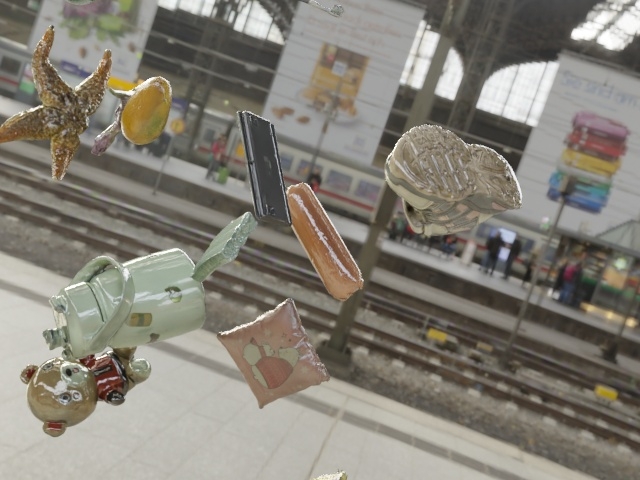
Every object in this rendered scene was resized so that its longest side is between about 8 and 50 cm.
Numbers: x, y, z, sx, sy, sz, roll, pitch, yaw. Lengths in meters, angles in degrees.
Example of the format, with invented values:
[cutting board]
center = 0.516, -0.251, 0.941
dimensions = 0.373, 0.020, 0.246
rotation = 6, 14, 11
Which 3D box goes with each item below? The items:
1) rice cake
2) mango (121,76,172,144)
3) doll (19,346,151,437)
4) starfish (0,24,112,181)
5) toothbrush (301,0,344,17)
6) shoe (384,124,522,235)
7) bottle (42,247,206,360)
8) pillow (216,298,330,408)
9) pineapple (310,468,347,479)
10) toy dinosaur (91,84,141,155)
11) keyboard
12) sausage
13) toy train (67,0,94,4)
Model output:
[rice cake]
center = -0.212, 0.016, 1.695
dimensions = 0.043, 0.127, 0.237
rotation = 39, -30, -12
[mango]
center = -0.260, -0.196, 1.179
dimensions = 0.057, 0.114, 0.079
rotation = 9, 39, -41
[doll]
center = -0.639, 0.386, 2.142
dimensions = 0.329, 0.174, 0.235
rotation = -18, 63, -32
[starfish]
center = -0.395, -0.211, 1.165
dimensions = 0.050, 0.248, 0.138
rotation = -5, -31, 32
[toothbrush]
center = -0.047, -0.604, 1.947
dimensions = 0.288, 0.026, 0.024
rotation = 6, 54, -41
[shoe]
center = 0.125, -0.056, 0.822
dimensions = 0.180, 0.089, 0.092
rotation = 7, -32, -37
[bottle]
center = -0.461, 0.146, 1.798
dimensions = 0.351, 0.229, 0.229
rotation = -14, 23, -31
[pillow]
center = -0.114, 0.285, 1.921
dimensions = 0.223, 0.236, 0.084
rotation = -24, 8, 18
[pineapple]
center = 0.039, 0.618, 1.993
dimensions = 0.114, 0.077, 0.114
rotation = 27, 30, 17
[toy dinosaur]
center = -0.413, -0.290, 1.697
dimensions = 0.072, 0.200, 0.251
rotation = 48, -39, -9
[keyboard]
center = -0.106, -0.133, 1.440
dimensions = 0.025, 0.230, 0.093
rotation = -29, -30, 35
[sausage]
center = 0.001, 0.000, 1.729
dimensions = 0.289, 0.086, 0.086
rotation = 61, 19, 17
[toy train]
center = -0.461, -0.666, 1.830
dimensions = 0.086, 0.407, 0.088
rotation = 46, -26, -7
